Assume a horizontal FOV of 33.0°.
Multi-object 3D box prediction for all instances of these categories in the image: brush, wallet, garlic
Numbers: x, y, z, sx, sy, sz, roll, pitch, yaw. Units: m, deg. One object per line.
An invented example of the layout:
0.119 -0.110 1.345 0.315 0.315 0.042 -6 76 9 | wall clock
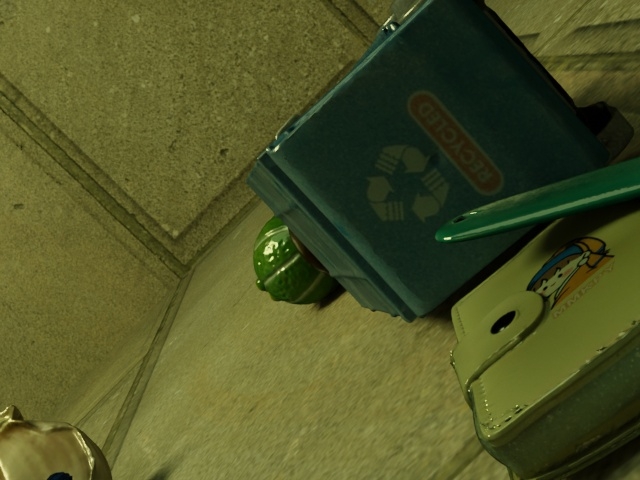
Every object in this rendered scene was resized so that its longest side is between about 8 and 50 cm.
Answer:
0.130 -0.036 0.442 0.193 0.032 0.043 -15 15 29 | brush
0.104 0.032 0.431 0.110 0.039 0.155 -40 9 11 | wallet
-0.284 0.261 0.942 0.229 0.143 0.178 -15 50 -1 | garlic

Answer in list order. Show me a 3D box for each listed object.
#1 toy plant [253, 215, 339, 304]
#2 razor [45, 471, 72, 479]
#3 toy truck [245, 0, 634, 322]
0.000 0.000 0.952 0.162 0.093 0.093 -43 8 40 | toy plant
-0.167 0.252 0.692 0.056 0.093 0.324 -10 12 -3 | razor
0.055 -0.057 0.668 0.175 0.146 0.367 -42 2 -5 | toy truck
